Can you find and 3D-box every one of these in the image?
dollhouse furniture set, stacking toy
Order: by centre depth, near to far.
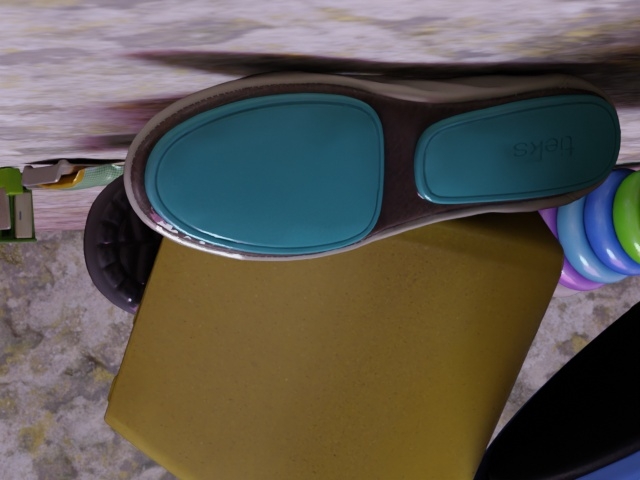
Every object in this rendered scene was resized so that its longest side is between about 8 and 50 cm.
[{"bbox_3d":[-0.216,-0.030,1.007,0.152,0.058,0.076,-3,179,45],"label":"dollhouse furniture set"},{"bbox_3d":[0.351,-0.028,1.295,0.141,0.141,0.330,-2,172,-37],"label":"stacking toy"}]

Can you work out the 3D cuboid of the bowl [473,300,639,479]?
[{"bbox_3d":[0.240,0.044,0.620,0.391,0.077,0.391,-37,178,-2],"label":"bowl"}]

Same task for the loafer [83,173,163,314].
[{"bbox_3d":[0.000,0.000,0.909,0.366,0.133,0.130,8,178,-25],"label":"loafer"}]

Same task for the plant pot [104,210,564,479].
[{"bbox_3d":[-0.007,0.042,0.711,0.187,0.212,0.212,18,-163,-8],"label":"plant pot"}]

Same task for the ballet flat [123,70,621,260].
[{"bbox_3d":[0.021,-0.041,0.577,0.248,0.086,0.086,-3,180,-26],"label":"ballet flat"}]
